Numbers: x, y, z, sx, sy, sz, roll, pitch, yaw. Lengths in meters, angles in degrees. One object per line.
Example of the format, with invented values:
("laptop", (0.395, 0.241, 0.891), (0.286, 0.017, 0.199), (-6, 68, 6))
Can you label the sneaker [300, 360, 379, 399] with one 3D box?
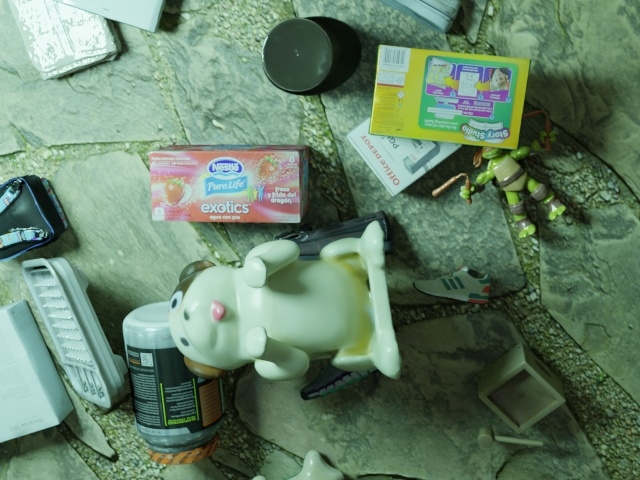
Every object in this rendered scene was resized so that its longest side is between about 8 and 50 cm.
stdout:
("sneaker", (0.048, 0.265, 1.707), (0.224, 0.083, 0.098), (-26, 78, 6))

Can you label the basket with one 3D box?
("basket", (-0.028, -0.349, 1.488), (0.205, 0.227, 0.154), (-12, 101, 8))

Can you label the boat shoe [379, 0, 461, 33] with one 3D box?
("boat shoe", (0.165, -0.485, 1.523), (0.226, 0.083, 0.075), (28, 92, -13))

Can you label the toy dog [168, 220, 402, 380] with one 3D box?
("toy dog", (-0.084, 0.123, 1.505), (0.408, 0.395, 0.284), (-6, 92, -5))

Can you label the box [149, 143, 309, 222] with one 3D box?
("box", (-0.177, -0.118, 1.594), (0.300, 0.154, 0.142), (1, 102, 7))

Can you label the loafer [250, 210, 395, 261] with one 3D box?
("loafer", (0.000, 0.000, 1.640), (0.303, 0.109, 0.095), (-6, 83, 1))

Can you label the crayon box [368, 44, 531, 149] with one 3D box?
("crayon box", (0.235, -0.264, 1.462), (0.279, 0.081, 0.165), (7, 101, 4))

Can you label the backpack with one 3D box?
("backpack", (-0.651, -0.043, 1.675), (0.173, 0.117, 0.158), (-25, 99, 10))

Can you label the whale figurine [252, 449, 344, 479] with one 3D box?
("whale figurine", (-0.071, 0.598, 1.770), (0.216, 0.141, 0.272), (40, 79, -4))

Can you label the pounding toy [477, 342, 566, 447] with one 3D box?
("pounding toy", (0.411, 0.350, 1.674), (0.181, 0.094, 0.206), (43, 112, -10))

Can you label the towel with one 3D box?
("towel", (-0.533, -0.482, 1.603), (0.187, 0.049, 0.282), (-16, 99, 8))

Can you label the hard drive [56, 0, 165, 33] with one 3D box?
("hard drive", (-0.378, -0.585, 1.539), (0.203, 0.040, 0.307), (17, 98, -5))

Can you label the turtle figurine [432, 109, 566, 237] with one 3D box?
("turtle figurine", (0.372, -0.115, 1.572), (0.270, 0.087, 0.217), (-37, 102, 4))

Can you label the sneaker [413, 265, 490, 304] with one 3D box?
("sneaker", (0.276, 0.087, 1.650), (0.162, 0.057, 0.075), (11, 87, 5))

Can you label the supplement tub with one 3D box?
("supplement tub", (-0.307, 0.299, 1.678), (0.194, 0.193, 0.315), (-2, 102, 6))

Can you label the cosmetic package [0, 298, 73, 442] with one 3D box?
("cosmetic package", (-0.792, 0.325, 1.783), (0.378, 0.097, 0.284), (-18, 98, 10))

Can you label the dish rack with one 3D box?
("dish rack", (-0.514, 0.181, 1.666), (0.072, 0.286, 0.332), (-27, 101, -30))

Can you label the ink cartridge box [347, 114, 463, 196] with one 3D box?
("ink cartridge box", (0.183, -0.214, 1.566), (0.218, 0.092, 0.158), (-37, 95, 13))
